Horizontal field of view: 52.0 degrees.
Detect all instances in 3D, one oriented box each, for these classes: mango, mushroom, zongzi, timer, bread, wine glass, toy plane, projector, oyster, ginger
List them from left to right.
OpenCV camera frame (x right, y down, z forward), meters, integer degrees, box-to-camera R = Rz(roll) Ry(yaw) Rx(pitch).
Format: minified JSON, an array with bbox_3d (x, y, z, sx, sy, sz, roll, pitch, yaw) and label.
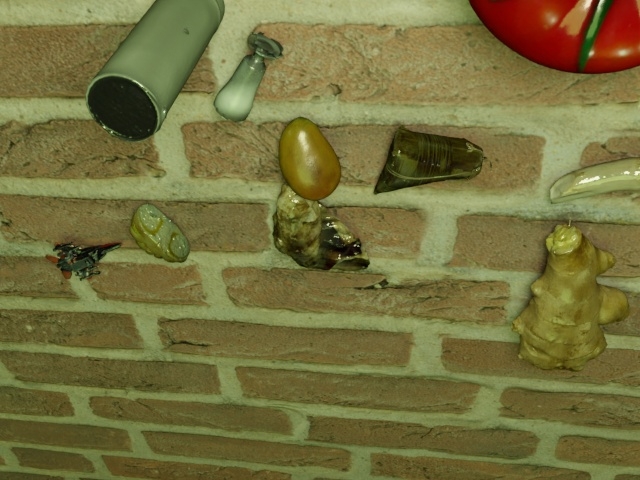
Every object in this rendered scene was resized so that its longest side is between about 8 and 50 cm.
[{"bbox_3d":[-0.548,0.040,1.545,0.189,0.061,0.130,-13,129,21],"label":"toy plane"},{"bbox_3d":[-0.371,-0.009,1.464,0.094,0.083,0.157,-1,135,28],"label":"bread"},{"bbox_3d":[-0.236,-0.286,0.990,0.108,0.337,0.108,6,134,7],"label":"projector"},{"bbox_3d":[-0.128,-0.285,1.157,0.072,0.072,0.155,26,131,-15],"label":"wine glass"},{"bbox_3d":[-0.026,-0.151,1.253,0.111,0.089,0.163,-36,113,5],"label":"mango"},{"bbox_3d":[0.004,-0.001,1.397,0.294,0.094,0.166,31,123,-26],"label":"oyster"},{"bbox_3d":[0.209,-0.127,1.251,0.187,0.084,0.184,10,148,-5],"label":"zongzi"},{"bbox_3d":[0.546,0.135,1.377,0.236,0.166,0.375,15,140,8],"label":"ginger"},{"bbox_3d":[0.532,-0.109,1.213,0.209,0.071,0.084,-9,163,22],"label":"mushroom"},{"bbox_3d":[0.359,-0.403,0.817,0.378,0.279,0.378,5,136,5],"label":"timer"}]
